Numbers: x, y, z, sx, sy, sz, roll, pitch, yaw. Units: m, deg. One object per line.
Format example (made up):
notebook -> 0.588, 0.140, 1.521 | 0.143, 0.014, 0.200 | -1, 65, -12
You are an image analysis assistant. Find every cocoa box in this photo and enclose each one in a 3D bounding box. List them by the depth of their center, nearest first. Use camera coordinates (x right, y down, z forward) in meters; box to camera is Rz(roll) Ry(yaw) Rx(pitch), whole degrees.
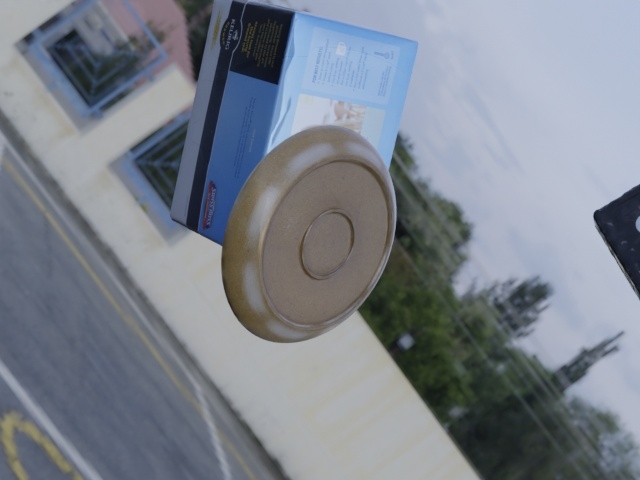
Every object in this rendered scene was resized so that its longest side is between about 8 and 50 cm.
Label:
cocoa box -> -0.043, -0.158, 1.686 | 0.231, 0.347, 0.228 | 6, 12, -36

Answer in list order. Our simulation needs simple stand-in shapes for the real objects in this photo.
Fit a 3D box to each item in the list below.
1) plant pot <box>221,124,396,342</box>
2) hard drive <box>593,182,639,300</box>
plant pot -> 0.000, 0.000, 1.190 | 0.032, 0.236, 0.236 | 24, -23, 44
hard drive -> 0.426, -0.004, 0.929 | 0.237, 0.339, 0.064 | 61, 9, 16
